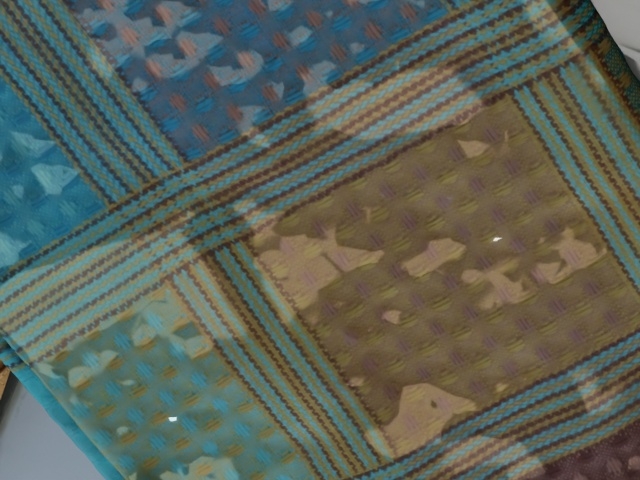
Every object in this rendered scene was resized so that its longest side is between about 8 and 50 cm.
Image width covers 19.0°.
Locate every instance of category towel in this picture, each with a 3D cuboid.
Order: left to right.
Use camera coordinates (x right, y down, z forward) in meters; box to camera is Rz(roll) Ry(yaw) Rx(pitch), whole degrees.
[{"bbox_3d":[0.000,0.000,0.729,0.271,0.040,0.370,-30,111,16],"label":"towel"}]

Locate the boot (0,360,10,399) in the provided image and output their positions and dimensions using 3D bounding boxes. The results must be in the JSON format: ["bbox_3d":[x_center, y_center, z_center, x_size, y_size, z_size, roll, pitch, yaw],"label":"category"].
[{"bbox_3d":[-0.131,0.071,1.057,0.283,0.109,0.220,-4,130,42],"label":"boot"}]

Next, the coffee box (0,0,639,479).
[{"bbox_3d":[0.069,-0.035,0.917,0.338,0.334,0.338,22,115,-9],"label":"coffee box"}]
